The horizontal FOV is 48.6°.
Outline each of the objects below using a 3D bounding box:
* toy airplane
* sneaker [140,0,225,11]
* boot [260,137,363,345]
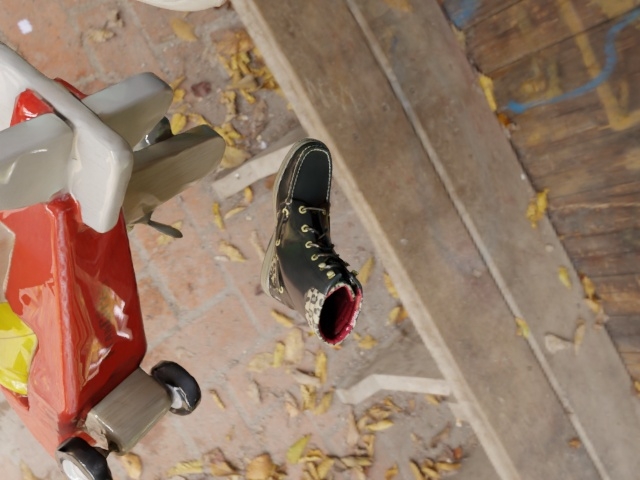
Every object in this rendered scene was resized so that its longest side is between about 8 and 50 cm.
[{"bbox_3d":[-0.256,0.010,0.617,0.384,0.273,0.386,-66,155,-5],"label":"toy airplane"},{"bbox_3d":[-0.184,-0.197,0.354,0.305,0.114,0.152,29,47,-17],"label":"sneaker"},{"bbox_3d":[0.001,0.001,0.918,0.085,0.178,0.236,3,110,-30],"label":"boot"}]
